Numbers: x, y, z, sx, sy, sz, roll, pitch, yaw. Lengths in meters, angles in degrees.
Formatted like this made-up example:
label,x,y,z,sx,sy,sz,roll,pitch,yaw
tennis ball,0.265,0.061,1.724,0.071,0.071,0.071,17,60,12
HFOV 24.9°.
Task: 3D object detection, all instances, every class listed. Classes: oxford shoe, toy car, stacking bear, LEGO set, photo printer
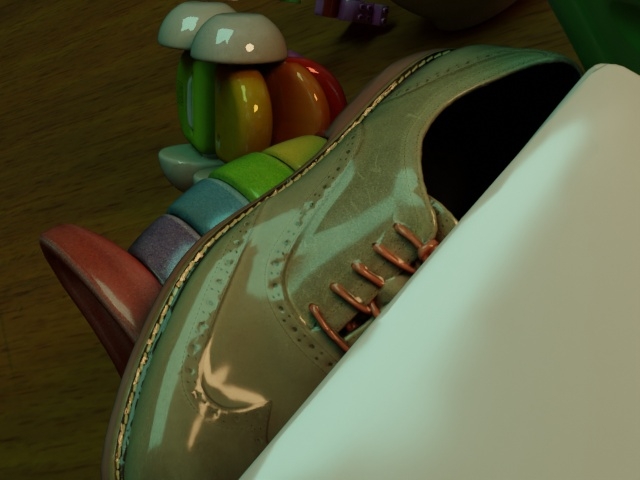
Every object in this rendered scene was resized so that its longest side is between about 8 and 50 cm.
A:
label,x,y,z,sx,sy,sz,roll,pitch,yaw
oxford shoe,0.015,0.017,0.763,0.348,0.123,0.130,-55,21,-20
toy car,-0.052,-0.110,1.173,0.136,0.159,0.182,-7,18,-25
stacking bear,0.000,0.000,0.920,0.289,0.175,0.164,-35,25,-16
LEGO set,-0.018,-0.238,1.239,0.227,0.087,0.093,0,14,-42
photo printer,0.143,0.118,0.483,0.307,0.107,0.256,39,80,20

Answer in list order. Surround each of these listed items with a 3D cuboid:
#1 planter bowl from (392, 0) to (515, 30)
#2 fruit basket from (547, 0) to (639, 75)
label,x,y,z,sx,sy,sz,roll,pitch,yaw
planter bowl,0.113,-0.245,1.213,0.162,0.109,0.162,-26,28,16
fruit basket,0.286,-0.208,0.788,0.392,0.283,0.392,-26,28,15
